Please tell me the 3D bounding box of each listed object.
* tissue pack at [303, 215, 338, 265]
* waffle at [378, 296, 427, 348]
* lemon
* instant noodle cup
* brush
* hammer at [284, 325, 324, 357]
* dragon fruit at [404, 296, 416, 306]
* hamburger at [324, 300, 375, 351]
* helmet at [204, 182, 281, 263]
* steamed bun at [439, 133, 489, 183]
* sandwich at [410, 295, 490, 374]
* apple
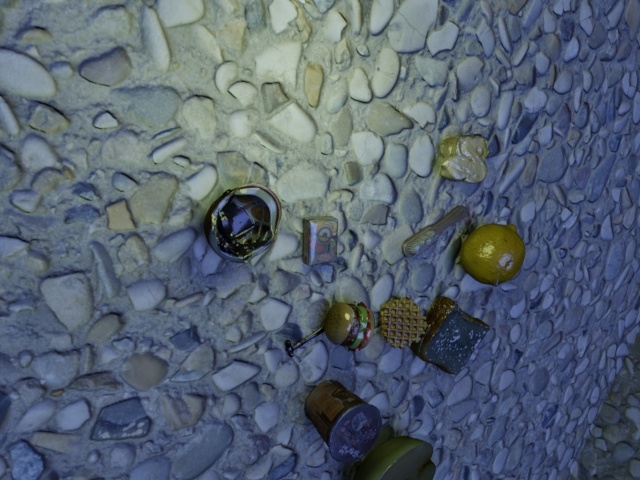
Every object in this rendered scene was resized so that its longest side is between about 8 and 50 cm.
[{"bbox_3d":[0.000,0.000,1.385,0.109,0.060,0.148,-5,106,-28],"label":"tissue pack"},{"bbox_3d":[0.299,0.304,1.603,0.191,0.038,0.191,0,86,4],"label":"waffle"},{"bbox_3d":[0.670,0.049,1.695,0.253,0.228,0.228,-49,122,-16],"label":"lemon"},{"bbox_3d":[0.068,0.611,1.513,0.218,0.207,0.217,-9,109,-29],"label":"instant noodle cup"},{"bbox_3d":[0.443,-0.036,1.638,0.327,0.065,0.070,-33,115,-20],"label":"brush"},{"bbox_3d":[-0.040,0.328,1.479,0.178,0.021,0.065,-27,115,-22],"label":"hammer"},{"bbox_3d":[0.331,0.311,1.660,0.106,0.083,0.162,-27,119,-18],"label":"dragon fruit"},{"bbox_3d":[0.087,0.282,1.459,0.137,0.175,0.175,16,96,-26],"label":"hamburger"},{"bbox_3d":[-0.224,-0.051,1.198,0.224,0.130,0.198,-52,125,-20],"label":"helmet"},{"bbox_3d":[0.503,-0.289,1.577,0.192,0.106,0.177,-9,95,-15],"label":"steamed bun"},{"bbox_3d":[0.527,0.396,1.787,0.301,0.099,0.271,32,87,-34],"label":"sandwich"},{"bbox_3d":[0.298,0.947,1.704,0.360,0.320,0.311,-36,80,-24],"label":"apple"}]
